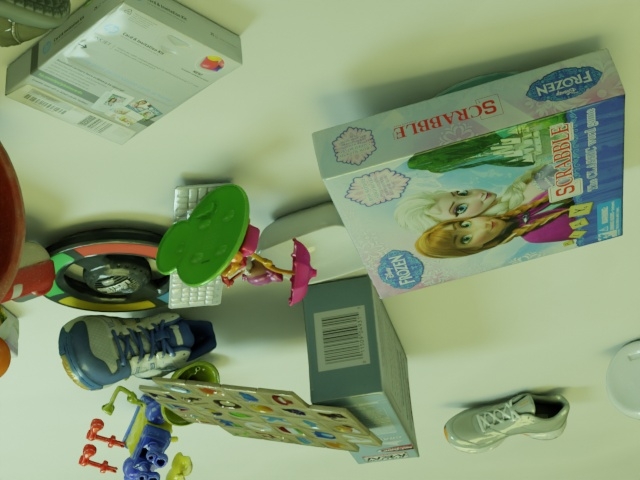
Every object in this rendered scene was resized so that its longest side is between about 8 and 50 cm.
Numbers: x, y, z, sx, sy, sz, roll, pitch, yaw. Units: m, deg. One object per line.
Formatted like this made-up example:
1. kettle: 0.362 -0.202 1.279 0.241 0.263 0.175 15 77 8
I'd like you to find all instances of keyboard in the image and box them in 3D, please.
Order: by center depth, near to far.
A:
1. keyboard: -0.156 0.012 1.356 0.072 0.014 0.256 -9 144 -17

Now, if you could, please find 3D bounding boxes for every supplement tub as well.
1. supplement tub: 0.634 0.269 1.935 0.200 0.144 0.144 20 144 -41

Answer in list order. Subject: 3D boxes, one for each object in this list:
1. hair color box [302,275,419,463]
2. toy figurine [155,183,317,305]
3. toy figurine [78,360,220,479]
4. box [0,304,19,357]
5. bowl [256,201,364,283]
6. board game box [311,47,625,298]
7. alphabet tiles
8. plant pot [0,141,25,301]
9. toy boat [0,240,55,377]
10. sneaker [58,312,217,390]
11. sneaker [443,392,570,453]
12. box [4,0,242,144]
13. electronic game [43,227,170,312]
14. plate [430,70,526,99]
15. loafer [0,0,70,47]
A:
1. hair color box: 0.069 0.218 1.677 0.114 0.185 0.374 -10 153 10
2. toy figurine: -0.088 0.028 1.280 0.159 0.130 0.173 29 148 -36
3. toy figurine: -0.322 0.324 1.887 0.191 0.217 0.362 19 103 -16
4. box: -0.505 0.083 1.432 0.067 0.063 0.324 -10 153 7
5. bowl: 0.000 0.000 1.378 0.142 0.053 0.142 -18 150 24
6. board game box: 0.183 -0.059 1.207 0.318 0.065 0.318 -16 150 8
7. alphabet tiles: -0.090 0.264 1.593 0.343 0.011 0.285 3 155 24
8. plant pot: -0.490 -0.007 1.067 0.265 0.272 0.272 -17 152 38
9. toy boat: -0.421 0.100 1.271 0.151 0.151 0.231 -17 -177 44
10. sneaker: -0.258 0.143 1.528 0.131 0.111 0.296 -21 172 19
11. sneaker: 0.378 0.352 2.126 0.263 0.099 0.121 -9 147 -9
12. box: -0.192 -0.168 1.023 0.186 0.038 0.145 -26 147 36
13. electronic game: -0.274 0.046 1.421 0.229 0.048 0.229 -4 153 -2
14. plate: 0.198 -0.128 1.196 0.188 0.024 0.188 -5 153 -3
15. loafer: -0.328 -0.211 0.848 0.251 0.094 0.087 18 141 -39
